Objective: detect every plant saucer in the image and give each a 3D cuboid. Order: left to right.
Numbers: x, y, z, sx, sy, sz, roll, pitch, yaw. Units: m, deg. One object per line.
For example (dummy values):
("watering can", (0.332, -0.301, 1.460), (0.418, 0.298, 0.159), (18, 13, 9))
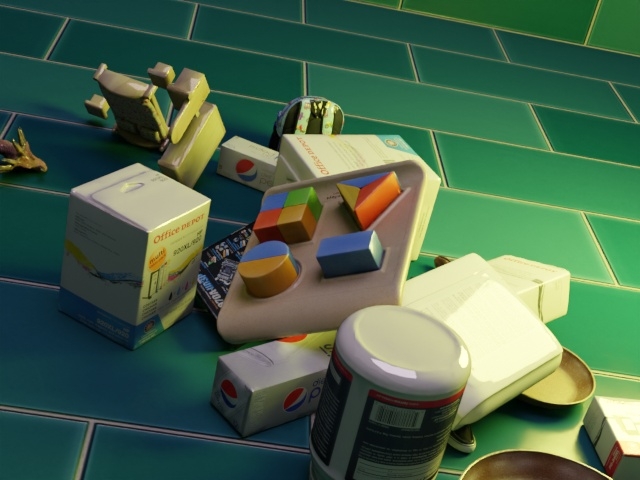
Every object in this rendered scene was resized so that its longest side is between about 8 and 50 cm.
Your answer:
("plant saucer", (0.382, 0.237, 1.909), (0.198, 0.036, 0.198), (10, 28, -6))
("plant saucer", (0.339, 0.420, 1.556), (0.310, 0.050, 0.310), (10, 30, -6))

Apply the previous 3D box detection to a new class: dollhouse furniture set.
("dollhouse furniture set", (-0.403, -0.250, 2.260), (0.355, 0.303, 0.174), (20, 67, 16))

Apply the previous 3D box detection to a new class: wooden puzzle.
("wooden puzzle", (0.000, 0.000, 1.793), (0.322, 0.080, 0.348), (-10, 42, 23))

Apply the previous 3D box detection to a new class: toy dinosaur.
("toy dinosaur", (-0.685, -0.171, 2.110), (0.200, 0.127, 0.296), (34, 40, 21))

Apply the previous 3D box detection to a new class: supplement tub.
("supplement tub", (0.090, 0.246, 1.527), (0.191, 0.272, 0.191), (10, 29, -6))

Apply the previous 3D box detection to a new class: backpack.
("backpack", (-0.031, -0.255, 2.464), (0.158, 0.173, 0.117), (2, 31, -17))

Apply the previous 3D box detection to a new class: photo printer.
("photo printer", (0.224, 0.164, 1.767), (0.307, 0.107, 0.256), (-20, 62, -47))

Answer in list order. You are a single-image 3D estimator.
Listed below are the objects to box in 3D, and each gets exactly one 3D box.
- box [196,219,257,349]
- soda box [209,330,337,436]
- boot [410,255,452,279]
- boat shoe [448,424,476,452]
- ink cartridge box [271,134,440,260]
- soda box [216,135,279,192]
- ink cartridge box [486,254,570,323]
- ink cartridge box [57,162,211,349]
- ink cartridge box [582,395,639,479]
("box", (-0.127, 0.071, 1.898), (0.175, 0.051, 0.220), (-30, 43, -12))
("soda box", (-0.030, 0.213, 1.725), (0.286, 0.091, 0.098), (-12, 37, -38))
("boot", (0.215, 0.070, 2.139), (0.114, 0.037, 0.106), (-9, 34, -27))
("boat shoe", (0.213, 0.284, 1.752), (0.049, 0.040, 0.142), (1, 31, -21))
("ink cartridge box", (0.059, -0.086, 2.177), (0.270, 0.197, 0.198), (-2, 33, -25))
("soda box", (-0.114, -0.150, 2.347), (0.216, 0.074, 0.069), (22, 30, 15))
("ink cartridge box", (0.339, 0.106, 2.026), (0.219, 0.092, 0.160), (-15, 22, -41))
("ink cartridge box", (-0.309, 0.022, 1.799), (0.168, 0.232, 0.171), (26, 32, 22))
("ink cartridge box", (0.509, 0.326, 1.775), (0.109, 0.063, 0.150), (7, 30, -11))
